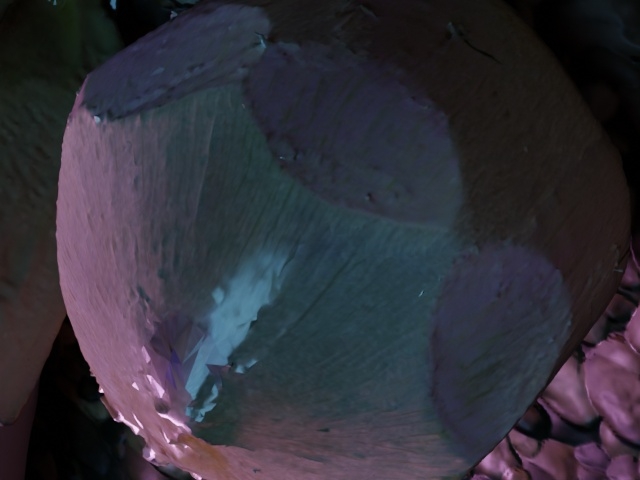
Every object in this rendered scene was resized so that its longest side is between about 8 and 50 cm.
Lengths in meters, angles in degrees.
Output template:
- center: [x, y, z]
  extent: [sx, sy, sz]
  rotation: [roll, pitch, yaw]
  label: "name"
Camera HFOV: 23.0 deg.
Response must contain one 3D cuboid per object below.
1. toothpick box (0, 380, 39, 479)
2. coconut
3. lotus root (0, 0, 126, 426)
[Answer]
- center: [-0.286, 0.115, 0.951]
  extent: [0.229, 0.229, 0.316]
  rotation: [31, 130, 21]
  label: "toothpick box"
- center: [-0.001, 0.001, 0.650]
  extent: [0.227, 0.230, 0.227]
  rotation: [18, 124, 28]
  label: "coconut"
- center: [-0.239, -0.063, 0.791]
  extent: [0.267, 0.260, 0.149]
  rotation: [29, 151, -16]
  label: "lotus root"
